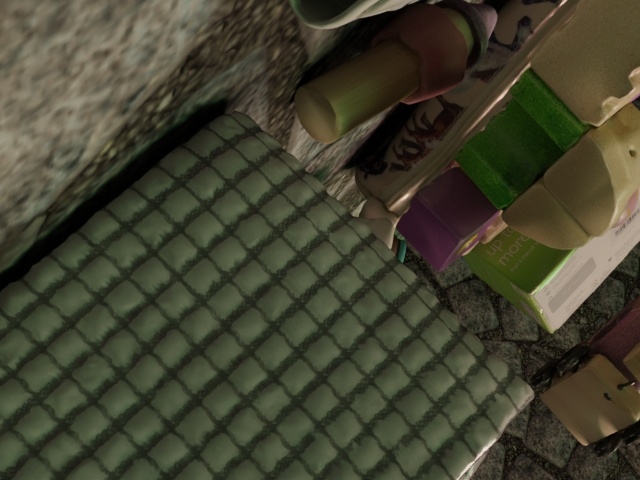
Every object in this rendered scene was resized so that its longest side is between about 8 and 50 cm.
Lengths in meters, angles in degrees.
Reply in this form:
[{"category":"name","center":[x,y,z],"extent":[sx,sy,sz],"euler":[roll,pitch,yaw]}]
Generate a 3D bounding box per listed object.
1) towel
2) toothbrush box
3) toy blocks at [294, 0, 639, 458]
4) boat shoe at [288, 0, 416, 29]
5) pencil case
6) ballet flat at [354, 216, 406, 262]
[{"category":"towel","center":[-0.066,0.106,0.442],"extent":[0.283,0.235,0.121],"euler":[-44,179,-14]},{"category":"toothbrush box","center":[0.239,-0.060,1.028],"extent":[0.206,0.283,0.122],"euler":[-45,140,-2]},{"category":"toy blocks","center":[0.196,-0.100,0.489],"extent":[0.260,0.309,0.288],"euler":[-34,168,-31]},{"category":"boat shoe","center":[0.050,-0.148,0.291],"extent":[0.076,0.083,0.226],"euler":[-44,173,-29]},{"category":"pencil case","center":[0.209,-0.161,0.853],"extent":[0.410,0.160,0.183],"euler":[-49,154,21]},{"category":"ballet flat","center":[-0.008,0.052,0.931],"extent":[0.139,0.139,0.400],"euler":[-44,173,-17]}]
